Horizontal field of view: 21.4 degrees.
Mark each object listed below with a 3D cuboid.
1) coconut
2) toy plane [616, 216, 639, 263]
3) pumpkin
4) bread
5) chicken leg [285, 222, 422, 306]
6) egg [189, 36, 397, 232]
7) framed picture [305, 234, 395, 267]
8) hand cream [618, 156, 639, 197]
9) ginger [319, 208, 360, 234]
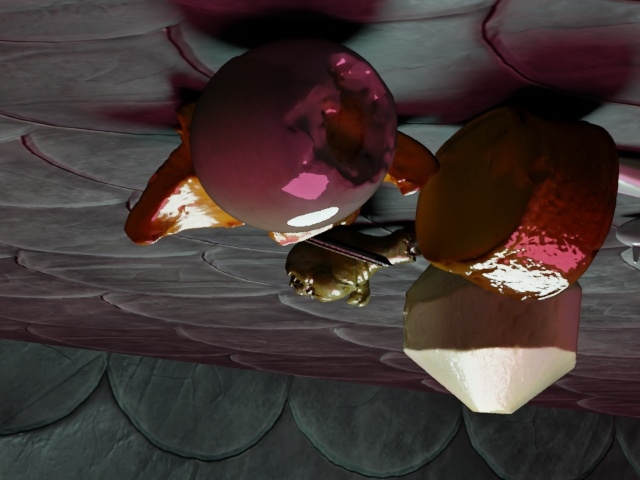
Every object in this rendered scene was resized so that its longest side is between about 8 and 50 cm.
[{"bbox_3d":[0.241,0.117,2.328,0.259,0.259,0.259,3,167,1],"label":"coconut"},{"bbox_3d":[0.460,-0.006,2.157,0.171,0.066,0.162,-8,153,22],"label":"toy plane"},{"bbox_3d":[-0.049,-0.065,1.876,0.290,0.095,0.258,7,151,-16],"label":"pumpkin"},{"bbox_3d":[0.210,-0.038,1.776,0.142,0.195,0.269,16,167,-23],"label":"bread"},{"bbox_3d":[0.050,0.032,2.330,0.227,0.103,0.088,-8,148,27],"label":"chicken leg"},{"bbox_3d":[-0.036,-0.097,1.593,0.183,0.183,0.217,14,166,-40],"label":"egg"},{"bbox_3d":[0.000,0.000,2.180,0.199,0.010,0.195,19,-177,-2],"label":"framed picture"},{"bbox_3d":[0.380,-0.069,1.928,0.204,0.050,0.078,9,166,-9],"label":"hand cream"},{"bbox_3d":[-0.006,-0.046,2.050,0.103,0.073,0.162,-5,164,30],"label":"ginger"}]
